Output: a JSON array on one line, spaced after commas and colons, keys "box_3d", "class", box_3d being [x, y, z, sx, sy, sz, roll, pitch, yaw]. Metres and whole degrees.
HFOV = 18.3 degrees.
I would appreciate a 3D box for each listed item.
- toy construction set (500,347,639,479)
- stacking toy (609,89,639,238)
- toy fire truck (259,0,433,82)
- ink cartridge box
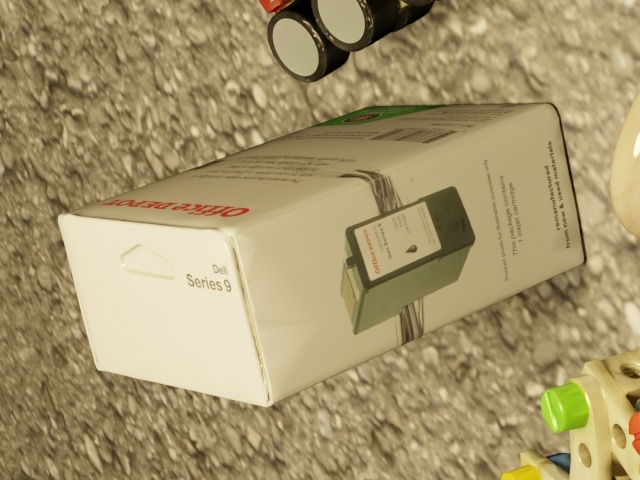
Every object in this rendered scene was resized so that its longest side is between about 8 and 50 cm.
[{"box_3d": [0.248, 0.193, 1.246, 0.327, 0.151, 0.215, 44, 143, 30], "class": "toy construction set"}, {"box_3d": [0.326, 0.001, 1.081, 0.330, 0.141, 0.141, 31, 131, 32], "class": "stacking toy"}, {"box_3d": [0.019, -0.267, 1.339, 0.246, 0.158, 0.217, 57, 145, -3], "class": "toy fire truck"}, {"box_3d": [0.000, 0.000, 1.357, 0.211, 0.289, 0.121, 5, 112, 52], "class": "ink cartridge box"}]
